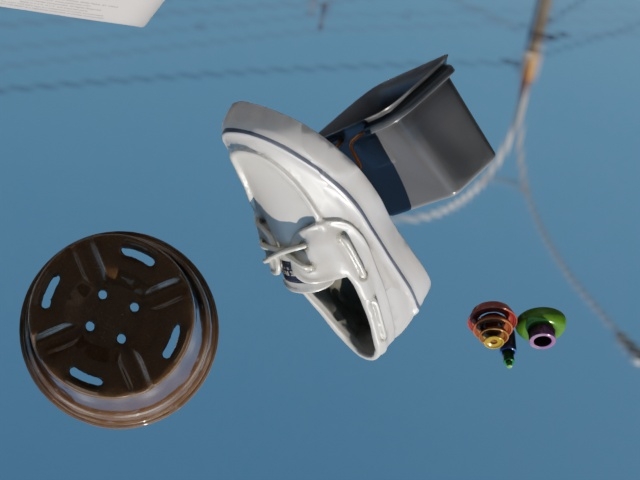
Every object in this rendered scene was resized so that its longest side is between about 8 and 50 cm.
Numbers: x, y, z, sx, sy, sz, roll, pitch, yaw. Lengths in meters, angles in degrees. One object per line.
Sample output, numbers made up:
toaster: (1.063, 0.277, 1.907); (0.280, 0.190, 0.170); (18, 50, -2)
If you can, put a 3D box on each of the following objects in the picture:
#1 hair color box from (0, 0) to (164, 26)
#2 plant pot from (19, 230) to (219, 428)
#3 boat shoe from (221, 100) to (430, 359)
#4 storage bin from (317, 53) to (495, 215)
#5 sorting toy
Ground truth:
hair color box: (-0.172, -0.318, 1.466); (0.185, 0.374, 0.114); (5, -112, -25)
plant pot: (-0.163, 0.065, 1.402); (0.167, 0.167, 0.165); (11, 172, -2)
boat shoe: (0.000, 0.000, 1.318); (0.095, 0.084, 0.258); (8, 150, 44)
storage bin: (0.067, -0.072, 1.387); (0.098, 0.091, 0.135); (-42, -169, -27)
sorting toy: (0.191, 0.094, 1.729); (0.102, 0.061, 0.042); (9, -130, -12)
